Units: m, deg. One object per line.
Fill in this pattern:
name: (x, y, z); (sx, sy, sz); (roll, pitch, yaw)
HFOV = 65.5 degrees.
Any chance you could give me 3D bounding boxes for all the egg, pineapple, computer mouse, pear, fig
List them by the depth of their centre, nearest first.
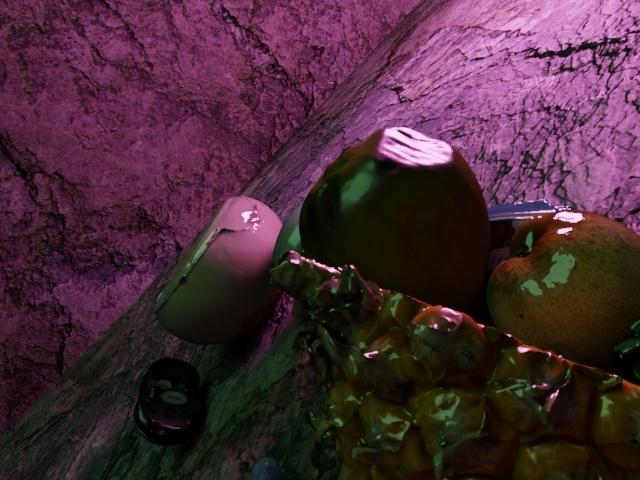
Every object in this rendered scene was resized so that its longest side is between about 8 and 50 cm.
pineapple: (0.053, 0.157, 0.431); (0.344, 0.286, 0.209); (139, 155, -76)
pear: (0.248, 0.050, 0.499); (0.167, 0.136, 0.167); (-47, 3, 4)
fig: (0.107, -0.003, 0.638); (0.239, 0.271, 0.239); (-35, 16, 12)
egg: (0.000, 0.000, 1.040); (0.169, 0.169, 0.237); (-10, 42, 58)
computer mouse: (-0.328, 0.355, 1.073); (0.096, 0.137, 0.233); (-61, 18, 18)

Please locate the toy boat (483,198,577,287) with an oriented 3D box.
toy boat: (0.240, 0.013, 0.670); (0.215, 0.088, 0.102); (-10, 44, 56)

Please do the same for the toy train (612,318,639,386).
toy train: (0.354, 0.058, 0.341); (0.269, 0.115, 0.154); (-37, 31, 22)

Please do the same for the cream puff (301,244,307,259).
cream puff: (0.069, 0.008, 0.846); (0.239, 0.165, 0.239); (-19, 48, 23)

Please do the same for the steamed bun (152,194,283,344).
steamed bun: (-0.208, 0.084, 1.175); (0.374, 0.241, 0.374); (-48, 16, 19)

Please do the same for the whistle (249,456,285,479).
whistle: (-0.091, 0.415, 0.595); (0.062, 0.062, 0.304); (-34, 24, 29)
